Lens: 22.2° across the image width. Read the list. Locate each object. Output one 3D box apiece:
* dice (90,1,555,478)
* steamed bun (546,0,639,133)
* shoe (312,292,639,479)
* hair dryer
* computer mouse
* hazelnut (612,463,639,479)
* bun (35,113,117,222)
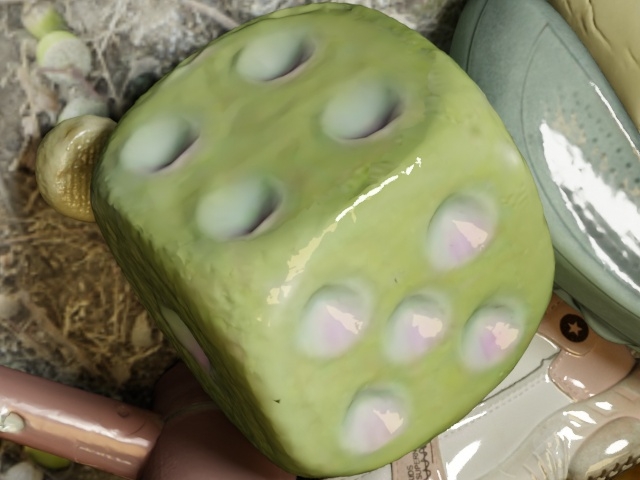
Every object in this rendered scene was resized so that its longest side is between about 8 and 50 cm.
[{"bbox_3d":[0.000,0.000,1.181,0.249,0.252,0.254,-35,134,-13],"label":"dice"},{"bbox_3d":[0.310,-0.189,1.245,0.250,0.200,0.155,-18,154,-20],"label":"steamed bun"},{"bbox_3d":[0.114,0.151,1.353,0.351,0.198,0.172,-21,162,-18],"label":"shoe"},{"bbox_3d":[-0.187,0.158,1.253,0.352,0.210,0.125,18,113,-10],"label":"hair dryer"},{"bbox_3d":[0.198,-0.024,1.248,0.122,0.188,0.371,-35,87,-2],"label":"computer mouse"},{"bbox_3d":[0.315,0.263,1.475,0.229,0.229,0.230,-8,116,-17],"label":"hazelnut"},{"bbox_3d":[-0.178,-0.056,1.229,0.086,0.055,0.086,-12,114,-29],"label":"bun"}]
